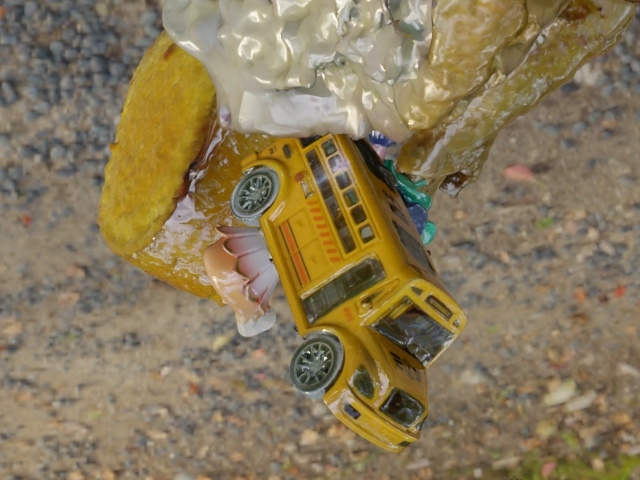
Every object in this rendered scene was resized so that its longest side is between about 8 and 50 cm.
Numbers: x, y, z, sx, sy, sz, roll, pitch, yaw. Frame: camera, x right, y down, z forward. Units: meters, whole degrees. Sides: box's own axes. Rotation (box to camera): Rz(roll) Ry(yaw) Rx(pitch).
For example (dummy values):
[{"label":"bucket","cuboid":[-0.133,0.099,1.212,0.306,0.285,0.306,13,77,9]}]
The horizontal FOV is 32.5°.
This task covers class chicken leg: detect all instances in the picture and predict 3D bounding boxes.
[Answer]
[{"label":"chicken leg","cuboid":[0.133,-0.178,1.118,0.182,0.295,0.409,26,93,-57]}]

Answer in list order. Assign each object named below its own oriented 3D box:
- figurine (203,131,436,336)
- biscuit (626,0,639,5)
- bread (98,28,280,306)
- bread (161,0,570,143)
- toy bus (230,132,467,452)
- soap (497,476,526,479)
[{"label":"figurine","cuboid":[0.000,0.000,0.876,0.195,0.111,0.102,-28,149,3]},{"label":"biscuit","cuboid":[0.410,-0.189,0.882,0.359,0.359,0.046,8,98,-24]},{"label":"bread","cuboid":[-0.111,-0.113,1.272,0.204,0.358,0.337,23,176,-38]},{"label":"bread","cuboid":[0.030,-0.173,0.486,0.149,0.274,0.274,-7,150,-35]},{"label":"toy bus","cuboid":[0.017,0.017,0.524,0.074,0.162,0.069,-35,139,15]},{"label":"soap","cuboid":[0.313,0.370,1.193,0.325,0.204,0.096,-2,-172,41]}]
